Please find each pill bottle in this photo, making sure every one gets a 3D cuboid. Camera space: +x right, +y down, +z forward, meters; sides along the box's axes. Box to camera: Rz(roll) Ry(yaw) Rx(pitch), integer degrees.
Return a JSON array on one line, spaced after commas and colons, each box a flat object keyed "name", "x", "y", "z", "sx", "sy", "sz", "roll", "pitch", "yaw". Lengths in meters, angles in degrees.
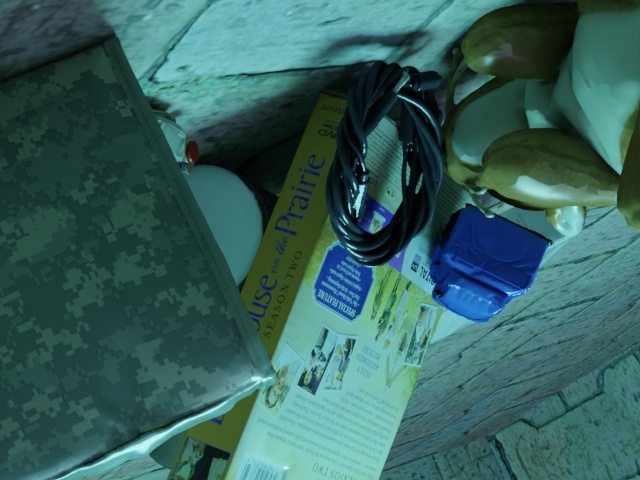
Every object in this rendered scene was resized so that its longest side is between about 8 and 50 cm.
[{"name": "pill bottle", "x": -0.078, "y": 0.011, "z": 1.676, "sx": 0.130, "sy": 0.130, "sz": 0.246, "roll": -28, "pitch": 165, "yaw": 11}]

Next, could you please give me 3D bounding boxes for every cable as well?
[{"name": "cable", "x": 0.058, "y": -0.063, "z": 1.526, "sx": 0.047, "sy": 0.184, "sz": 0.150, "roll": 17, "pitch": -168, "yaw": 30}]

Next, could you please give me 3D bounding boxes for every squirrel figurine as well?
[{"name": "squirrel figurine", "x": 0.300, "y": -0.130, "z": 1.557, "sx": 0.397, "sy": 0.281, "sz": 0.370, "roll": -16, "pitch": 170, "yaw": -23}]

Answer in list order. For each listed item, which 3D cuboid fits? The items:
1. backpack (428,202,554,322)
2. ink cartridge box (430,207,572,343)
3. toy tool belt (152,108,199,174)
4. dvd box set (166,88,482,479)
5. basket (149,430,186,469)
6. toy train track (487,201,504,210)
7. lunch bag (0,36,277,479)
[{"name": "backpack", "x": 0.150, "y": 0.025, "z": 1.670, "sx": 0.101, "sy": 0.098, "sz": 0.120, "roll": -59, "pitch": -178, "yaw": -9}, {"name": "ink cartridge box", "x": 0.135, "y": 0.068, "z": 2.034, "sx": 0.261, "sy": 0.066, "sz": 0.296, "roll": -26, "pitch": 168, "yaw": -22}, {"name": "toy tool belt", "x": -0.140, "y": -0.081, "z": 1.436, "sx": 0.051, "sy": 0.052, "sz": 0.083, "roll": 3, "pitch": 172, "yaw": 22}, {"name": "dvd box set", "x": 0.009, "y": 0.105, "z": 1.643, "sx": 0.062, "sy": 0.420, "sz": 0.307, "roll": 17, "pitch": 172, "yaw": 29}, {"name": "basket", "x": -0.137, "y": 0.171, "z": 2.119, "sx": 0.204, "sy": 0.154, "sz": 0.227, "roll": -39, "pitch": 165, "yaw": -14}, {"name": "toy train track", "x": 0.201, "y": -0.026, "z": 2.243, "sx": 0.083, "sy": 0.014, "sz": 0.048, "roll": -26, "pitch": 166, "yaw": 1}, {"name": "lunch bag", "x": -0.191, "y": 0.035, "z": 1.266, "sx": 0.235, "sy": 0.287, "sz": 0.169, "roll": -23, "pitch": 165, "yaw": -11}]
